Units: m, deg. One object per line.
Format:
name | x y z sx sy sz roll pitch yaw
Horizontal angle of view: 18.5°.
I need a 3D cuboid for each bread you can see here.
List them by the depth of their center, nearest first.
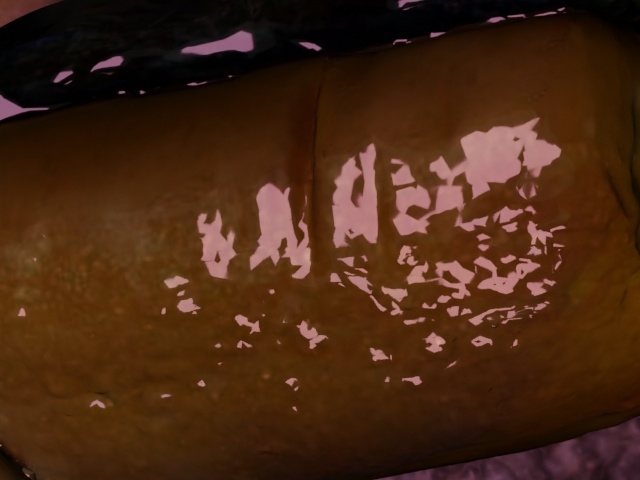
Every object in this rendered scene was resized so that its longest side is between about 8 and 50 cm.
bread | 0.000 0.000 0.855 0.376 0.208 0.251 -13 133 18

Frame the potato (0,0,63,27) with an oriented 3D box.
potato | -0.257 -0.139 0.992 0.299 0.116 0.239 19 114 3
